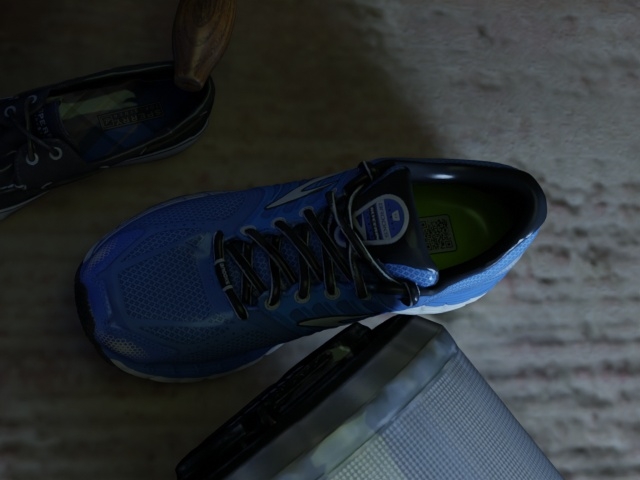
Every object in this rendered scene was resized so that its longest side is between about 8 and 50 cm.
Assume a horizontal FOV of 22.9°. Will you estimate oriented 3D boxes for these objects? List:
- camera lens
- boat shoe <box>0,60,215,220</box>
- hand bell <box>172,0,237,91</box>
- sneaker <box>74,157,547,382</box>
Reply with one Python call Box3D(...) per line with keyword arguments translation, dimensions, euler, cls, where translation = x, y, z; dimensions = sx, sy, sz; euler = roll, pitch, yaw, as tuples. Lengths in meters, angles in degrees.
Box3D(translation=(0.052, 0.199, 0.946), dimensions=(0.219, 0.219, 0.274), euler=(-38, 89, -25), cls="camera lens")
Box3D(translation=(-0.171, -0.068, 1.029), dimensions=(0.228, 0.076, 0.080), euler=(-15, 79, -23), cls="boat shoe")
Box3D(translation=(-0.064, -0.208, 1.070), dimensions=(0.126, 0.126, 0.242), euler=(18, 63, -13), cls="hand bell")
Box3D(translation=(0.000, 0.000, 1.030), dimensions=(0.330, 0.147, 0.130), euler=(-15, 79, -22), cls="sneaker")
